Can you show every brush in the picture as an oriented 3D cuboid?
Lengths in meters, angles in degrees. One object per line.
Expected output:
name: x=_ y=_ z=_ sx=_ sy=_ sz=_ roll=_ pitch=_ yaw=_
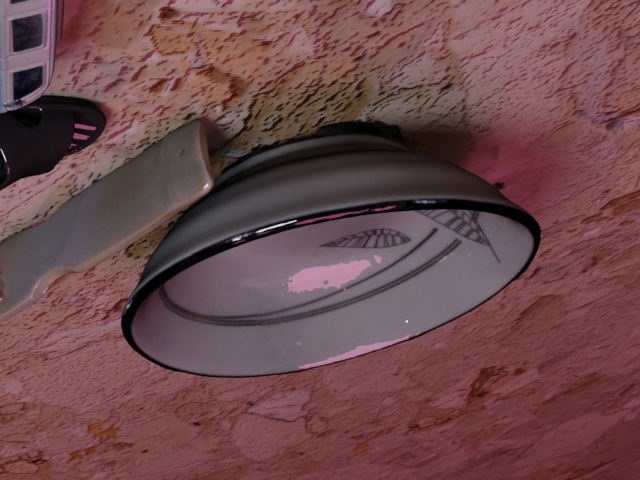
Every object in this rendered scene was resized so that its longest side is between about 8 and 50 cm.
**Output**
brush: x=-0.207 y=0.009 z=0.836 sx=0.321 sy=0.060 sz=0.050 roll=-29 pitch=144 yaw=24

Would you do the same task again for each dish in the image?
dish: x=0.000 y=0.000 z=0.911 sx=0.316 sy=0.106 sz=0.316 roll=-13 pitch=157 yaw=-6

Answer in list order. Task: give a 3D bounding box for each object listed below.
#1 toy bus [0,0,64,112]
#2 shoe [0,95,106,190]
toy bus: x=-0.165 y=-0.113 z=0.594 sx=0.074 sy=0.060 sz=0.123 roll=-13 pitch=154 yaw=-20
shoe: x=-0.202 y=-0.052 z=0.714 sx=0.159 sy=0.053 sz=0.062 roll=1 pitch=147 yaw=-32
